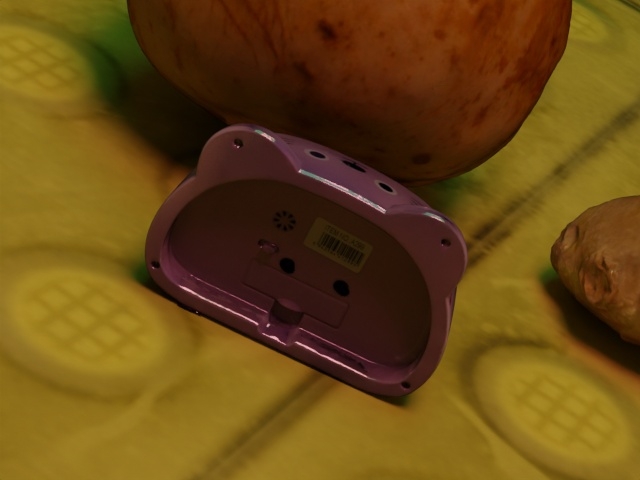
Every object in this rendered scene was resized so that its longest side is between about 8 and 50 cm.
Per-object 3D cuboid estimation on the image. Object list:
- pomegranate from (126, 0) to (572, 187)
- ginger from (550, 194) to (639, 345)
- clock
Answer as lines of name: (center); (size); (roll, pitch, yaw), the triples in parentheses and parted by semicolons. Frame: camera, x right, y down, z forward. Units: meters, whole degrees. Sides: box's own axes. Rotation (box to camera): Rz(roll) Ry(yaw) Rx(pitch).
pomegranate: (0.016, -0.136, 0.930); (0.248, 0.248, 0.248); (18, 32, -11)
ginger: (0.351, 0.054, 0.967); (0.348, 0.122, 0.363); (35, 22, 33)
clock: (0.000, 0.000, 0.813); (0.152, 0.110, 0.050); (26, 34, 0)
